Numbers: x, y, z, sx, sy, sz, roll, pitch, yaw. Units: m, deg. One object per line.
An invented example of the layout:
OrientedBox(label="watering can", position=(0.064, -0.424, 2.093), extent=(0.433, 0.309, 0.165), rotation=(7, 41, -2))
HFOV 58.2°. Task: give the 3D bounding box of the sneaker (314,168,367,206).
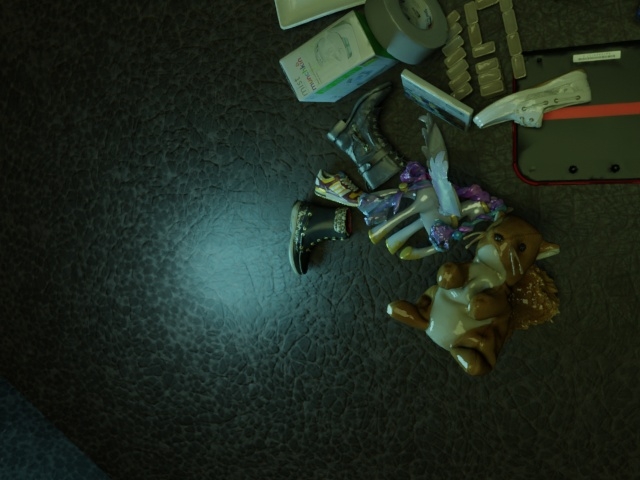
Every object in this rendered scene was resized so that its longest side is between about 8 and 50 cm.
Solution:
OrientedBox(label="sneaker", position=(0.071, -0.156, 1.689), extent=(0.186, 0.069, 0.083), rotation=(15, 113, 17))

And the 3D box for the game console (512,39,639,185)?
OrientedBox(label="game console", position=(0.678, -0.308, 1.423), extent=(0.387, 0.060, 0.342), rotation=(0, 96, 21))

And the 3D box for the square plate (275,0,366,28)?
OrientedBox(label="square plate", position=(0.012, -0.797, 1.573), extent=(0.344, 0.049, 0.347), rotation=(-8, 99, 24))

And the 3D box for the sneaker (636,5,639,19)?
OrientedBox(label="sneaker", position=(0.763, -0.562, 1.279), extent=(0.131, 0.112, 0.296), rotation=(-23, 85, 23))

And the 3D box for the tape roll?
OrientedBox(label="tape roll", position=(0.218, -0.558, 1.448), extent=(0.072, 0.219, 0.219), rotation=(-33, 89, 50))

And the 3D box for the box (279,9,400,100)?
OrientedBox(label="box", position=(0.056, -0.475, 1.514), extent=(0.231, 0.262, 0.126), rotation=(-27, 92, 24))

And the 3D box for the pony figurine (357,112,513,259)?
OrientedBox(label="pony figurine", position=(0.290, -0.111, 1.530), extent=(0.363, 0.302, 0.351), rotation=(-23, 125, 22))

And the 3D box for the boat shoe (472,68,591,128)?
OrientedBox(label="boat shoe", position=(0.515, -0.320, 1.401), extent=(0.277, 0.098, 0.096), rotation=(-20, 88, 21))

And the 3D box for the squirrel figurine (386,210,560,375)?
OrientedBox(label="squirrel figurine", position=(0.441, 0.115, 1.471), extent=(0.281, 0.397, 0.370), rotation=(37, 105, 41))

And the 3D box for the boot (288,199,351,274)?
OrientedBox(label="boot", position=(-0.001, -0.001, 1.746), extent=(0.179, 0.085, 0.236), rotation=(5, 104, 18))

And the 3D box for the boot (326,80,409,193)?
OrientedBox(label="boot", position=(0.168, -0.289, 1.620), extent=(0.229, 0.091, 0.263), rotation=(47, 118, 0))

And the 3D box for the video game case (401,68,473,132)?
OrientedBox(label="video game case", position=(0.302, -0.358, 1.487), extent=(0.201, 0.183, 0.023), rotation=(34, 94, 11))

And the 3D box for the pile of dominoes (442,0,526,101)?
OrientedBox(label="pile of dominoes", position=(0.417, -0.495, 1.488), extent=(0.196, 0.040, 0.251), rotation=(-11, 86, 30))
